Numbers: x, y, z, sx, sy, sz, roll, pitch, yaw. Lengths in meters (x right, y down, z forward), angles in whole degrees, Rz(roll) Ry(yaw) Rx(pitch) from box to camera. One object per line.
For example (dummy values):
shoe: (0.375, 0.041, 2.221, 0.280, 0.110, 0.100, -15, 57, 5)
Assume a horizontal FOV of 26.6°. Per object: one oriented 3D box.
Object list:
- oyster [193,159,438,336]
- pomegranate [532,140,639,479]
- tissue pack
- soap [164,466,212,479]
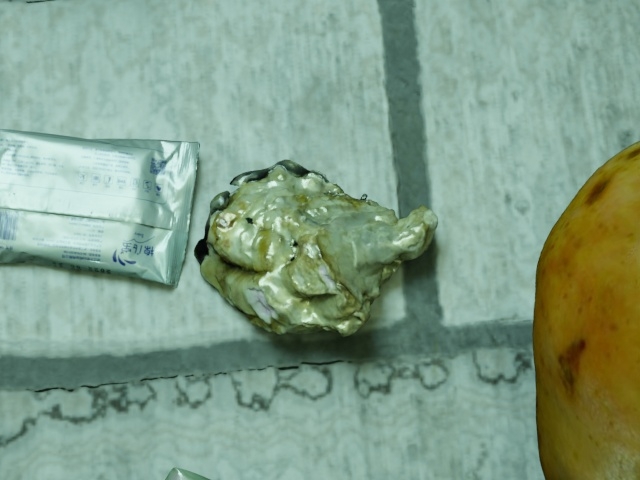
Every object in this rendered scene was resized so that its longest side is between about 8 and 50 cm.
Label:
oyster: (0.000, 0.000, 1.090, 0.191, 0.081, 0.163, -23, 76, -12)
pomegranate: (0.341, 0.077, 0.973, 0.410, 0.410, 0.410, 1, 78, -4)
tissue pack: (-0.201, -0.032, 1.107, 0.193, 0.026, 0.123, 7, 78, -2)
soap: (-0.086, 0.280, 0.967, 0.138, 0.182, 0.199, 25, 77, 0)
